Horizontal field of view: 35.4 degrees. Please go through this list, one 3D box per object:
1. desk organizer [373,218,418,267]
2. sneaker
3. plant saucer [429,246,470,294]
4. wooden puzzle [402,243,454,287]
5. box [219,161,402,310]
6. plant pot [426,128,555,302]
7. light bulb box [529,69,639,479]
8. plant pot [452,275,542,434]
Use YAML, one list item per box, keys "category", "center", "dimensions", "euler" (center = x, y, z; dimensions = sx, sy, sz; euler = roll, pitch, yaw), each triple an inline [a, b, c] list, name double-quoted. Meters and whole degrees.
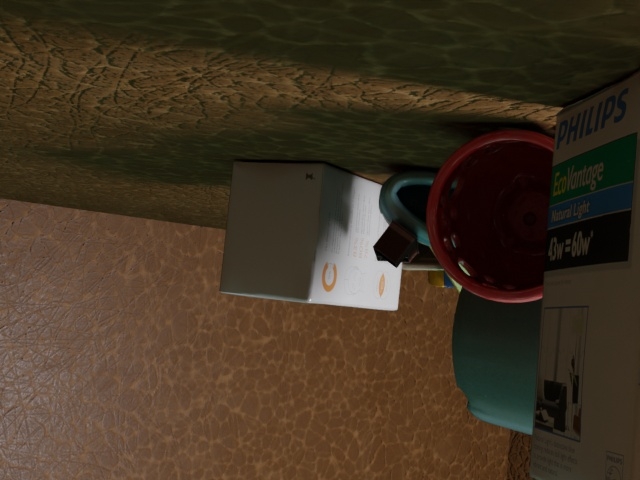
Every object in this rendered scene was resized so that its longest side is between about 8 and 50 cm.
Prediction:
- category: "desk organizer"
  center: [0.114, 0.013, 1.506]
  dimensions: [0.047, 0.050, 0.130]
  euler: [37, 176, 12]
- category: "sneaker"
  center: [0.255, -0.012, 1.477]
  dimensions: [0.365, 0.135, 0.150]
  euler: [14, 179, 9]
- category: "plant saucer"
  center: [0.330, 0.078, 1.789]
  dimensions: [0.333, 0.081, 0.333]
  euler: [55, 171, -35]
- category: "wooden puzzle"
  center: [0.351, 0.036, 2.102]
  dimensions: [0.347, 0.081, 0.322]
  euler: [5, -164, 20]
- category: "box"
  center: [0.000, 0.000, 1.685]
  dimensions: [0.168, 0.215, 0.345]
  euler: [4, 176, 27]
- category: "plant pot"
  center: [0.236, -0.028, 1.158]
  dimensions: [0.191, 0.191, 0.174]
  euler: [4, -178, 24]
- category: "light bulb box"
  center: [0.398, 0.059, 0.887]
  dimensions: [0.357, 0.361, 0.225]
  euler: [6, 175, -8]
- category: "plant pot"
  center: [0.374, 0.134, 1.298]
  dimensions: [0.334, 0.341, 0.341]
  euler: [4, 176, 38]
